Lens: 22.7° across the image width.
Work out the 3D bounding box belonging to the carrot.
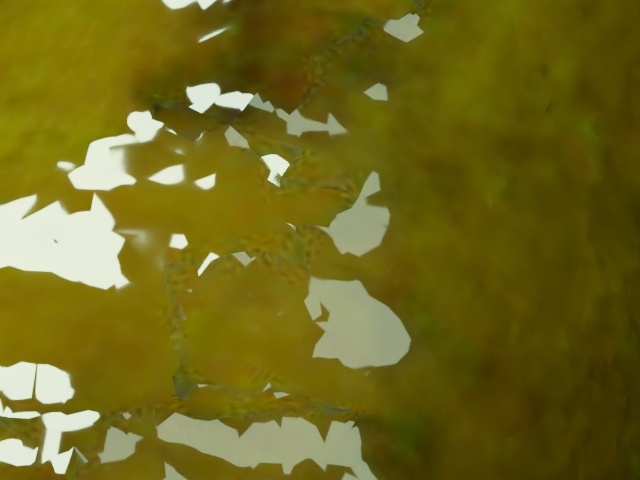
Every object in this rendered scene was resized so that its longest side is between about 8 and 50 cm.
[{"bbox_3d":[0.000,0.000,0.447,0.241,0.241,0.341,22,67,3],"label":"carrot"}]
